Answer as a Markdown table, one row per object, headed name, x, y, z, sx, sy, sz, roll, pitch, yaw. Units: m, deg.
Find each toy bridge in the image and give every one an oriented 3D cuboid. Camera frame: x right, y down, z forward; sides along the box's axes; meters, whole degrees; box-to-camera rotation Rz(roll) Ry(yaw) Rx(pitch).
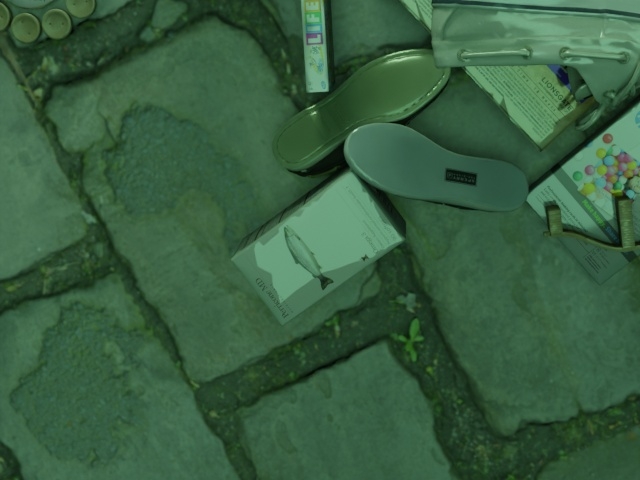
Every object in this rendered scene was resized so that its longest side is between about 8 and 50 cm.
| name | x | y | z | sx | sy | sz | roll | pitch | yaw |
| --- | --- | --- | --- | --- | --- | --- | --- | --- | --- |
| toy bridge | 0.353 | -0.020 | 1.385 | 0.188 | 0.026 | 0.063 | -8 | 104 | 6 |

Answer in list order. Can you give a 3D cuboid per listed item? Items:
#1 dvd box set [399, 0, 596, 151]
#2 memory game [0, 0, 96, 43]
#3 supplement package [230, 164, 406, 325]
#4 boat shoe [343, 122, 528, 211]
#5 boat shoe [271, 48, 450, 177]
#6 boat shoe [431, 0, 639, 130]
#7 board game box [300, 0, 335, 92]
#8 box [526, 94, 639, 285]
| name | x | y | z | sx | sy | sz | roll | pitch | yaw |
| --- | --- | --- | --- | --- | --- | --- | --- | --- | --- |
| dvd box set | 0.299 | -0.352 | 1.336 | 0.420 | 0.062 | 0.307 | -44 | 96 | 12 |
| memory game | -0.345 | -0.326 | 1.418 | 0.186 | 0.012 | 0.186 | 1 | 103 | 4 |
| supplement package | 0.000 | 0.000 | 1.416 | 0.179 | 0.105 | 0.105 | -36 | 98 | 12 |
| boat shoe | 0.127 | -0.079 | 1.384 | 0.229 | 0.076 | 0.080 | 10 | 82 | -17 |
| boat shoe | 0.052 | -0.148 | 1.401 | 0.228 | 0.069 | 0.081 | -28 | 70 | 9 |
| boat shoe | 0.296 | -0.195 | 1.271 | 0.367 | 0.136 | 0.156 | 6 | 103 | 7 |
| board game box | -0.004 | -0.250 | 1.361 | 0.026 | 0.103 | 0.154 | -2 | 102 | 5 |
| box | 0.355 | -0.060 | 1.409 | 0.186 | 0.038 | 0.145 | -40 | 98 | 11 |
